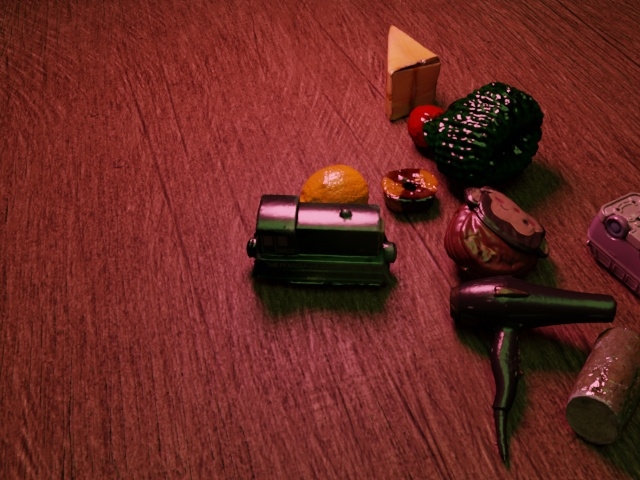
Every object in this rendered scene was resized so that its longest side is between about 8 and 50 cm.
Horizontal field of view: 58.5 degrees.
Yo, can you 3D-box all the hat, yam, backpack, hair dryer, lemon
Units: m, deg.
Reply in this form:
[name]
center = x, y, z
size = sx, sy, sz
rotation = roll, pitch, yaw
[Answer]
[hat]
center = 0.360, -0.285, 1.444
size = 0.274, 0.242, 0.332
rotation = -21, 36, -32
[yam]
center = 0.514, 0.257, 1.015
size = 0.107, 0.107, 0.194
rotation = 29, 56, 26
[backpack]
center = 0.368, 0.001, 1.239
size = 0.229, 0.139, 0.229
rotation = 9, 55, -13
[hair dryer]
center = 0.381, 0.229, 1.056
size = 0.303, 0.120, 0.360
rotation = 5, 59, 16
[lemon]
center = 0.027, -0.103, 1.337
size = 0.187, 0.142, 0.142
rotation = -22, 50, -9

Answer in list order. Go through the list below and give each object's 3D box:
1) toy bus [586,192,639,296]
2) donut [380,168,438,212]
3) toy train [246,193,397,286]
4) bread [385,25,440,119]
[toy bus]
center = 0.679, 0.010, 1.209
size = 0.141, 0.142, 0.202
rotation = -22, 51, -18
[donut]
center = 0.216, -0.120, 1.400
size = 0.140, 0.059, 0.141
rotation = -1, 48, 2
[toy train]
center = 0.000, 0.000, 1.218
size = 0.330, 0.178, 0.139
rotation = 1, 47, 5
[bread]
center = 0.209, -0.493, 1.677
size = 0.163, 0.168, 0.264
rotation = -22, 47, -16
